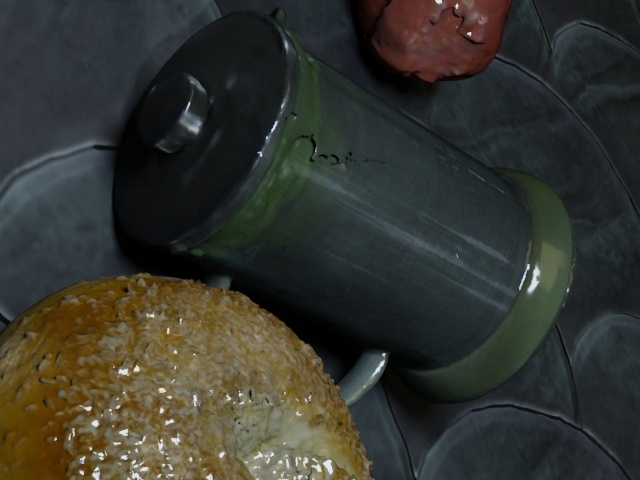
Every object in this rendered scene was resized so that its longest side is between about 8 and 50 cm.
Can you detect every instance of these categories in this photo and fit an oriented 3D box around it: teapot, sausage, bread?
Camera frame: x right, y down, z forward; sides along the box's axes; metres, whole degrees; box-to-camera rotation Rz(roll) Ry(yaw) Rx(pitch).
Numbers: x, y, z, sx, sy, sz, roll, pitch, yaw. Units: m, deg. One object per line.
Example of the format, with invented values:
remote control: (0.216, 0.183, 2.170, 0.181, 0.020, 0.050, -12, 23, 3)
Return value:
teapot: (0.000, 0.000, 1.066, 0.337, 0.200, 0.270, 29, 80, -36)
sausage: (0.108, -0.269, 1.392, 0.152, 0.152, 0.280, 36, 40, -33)
bread: (-0.075, 0.154, 0.873, 0.305, 0.158, 0.306, 31, 45, -36)
